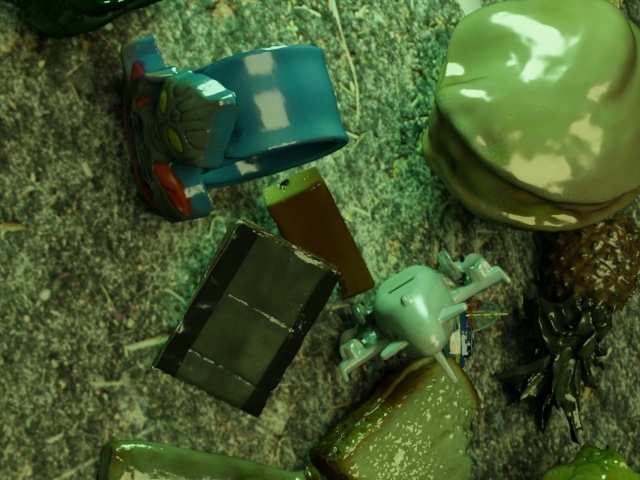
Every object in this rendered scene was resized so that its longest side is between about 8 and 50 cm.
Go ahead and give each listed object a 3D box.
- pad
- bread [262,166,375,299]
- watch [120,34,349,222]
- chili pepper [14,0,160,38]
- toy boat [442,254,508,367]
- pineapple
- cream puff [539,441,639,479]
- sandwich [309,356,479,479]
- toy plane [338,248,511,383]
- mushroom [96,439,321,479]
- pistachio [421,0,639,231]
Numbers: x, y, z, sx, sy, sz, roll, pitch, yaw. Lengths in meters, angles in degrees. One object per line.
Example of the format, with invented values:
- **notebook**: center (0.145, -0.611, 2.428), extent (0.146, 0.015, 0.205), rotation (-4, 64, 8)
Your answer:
- **pad**: center (-0.096, 0.102, 1.654), extent (0.174, 0.022, 0.233), rotation (29, 93, -22)
- **bread**: center (0.000, 0.000, 1.705), extent (0.088, 0.049, 0.226), rotation (-26, 134, 0)
- **watch**: center (-0.098, -0.164, 1.591), extent (0.274, 0.305, 0.242), rotation (-13, 88, -23)
- **chili pepper**: center (-0.259, -0.402, 1.633), extent (0.385, 0.167, 0.213), rotation (-45, 119, -40)
- **toy boat**: center (0.221, 0.107, 1.840), extent (0.110, 0.091, 0.175), rotation (3, 73, -10)
- **pineapple**: center (0.377, 0.123, 1.890), extent (0.165, 0.165, 0.365), rotation (32, 69, -21)
- **cream puff**: center (0.423, 0.399, 1.808), extent (0.281, 0.282, 0.185), rotation (33, 44, -20)
- **sandwich**: center (0.145, 0.324, 1.740), extent (0.254, 0.099, 0.288), rotation (-39, 106, -32)
- **toy plane**: center (0.135, 0.106, 1.708), extent (0.267, 0.267, 0.123), rotation (-39, 104, -29)
- **mushroom**: center (-0.134, 0.321, 1.610), extent (0.312, 0.081, 0.100), rotation (12, 63, -23)
- **pistachio**: center (0.335, -0.194, 1.852), extent (0.365, 0.281, 0.445), rotation (41, 52, 14)
